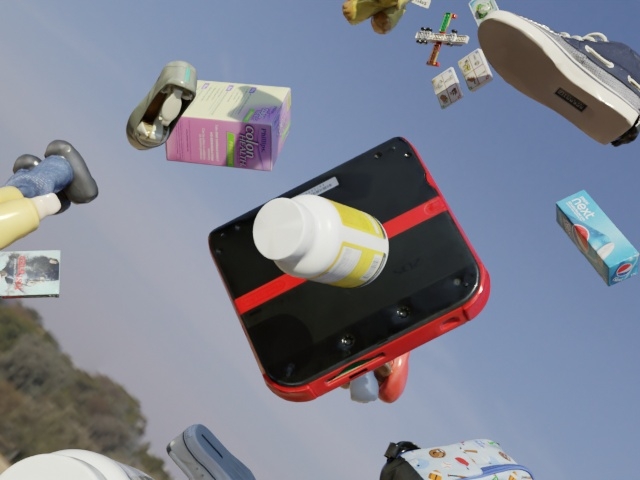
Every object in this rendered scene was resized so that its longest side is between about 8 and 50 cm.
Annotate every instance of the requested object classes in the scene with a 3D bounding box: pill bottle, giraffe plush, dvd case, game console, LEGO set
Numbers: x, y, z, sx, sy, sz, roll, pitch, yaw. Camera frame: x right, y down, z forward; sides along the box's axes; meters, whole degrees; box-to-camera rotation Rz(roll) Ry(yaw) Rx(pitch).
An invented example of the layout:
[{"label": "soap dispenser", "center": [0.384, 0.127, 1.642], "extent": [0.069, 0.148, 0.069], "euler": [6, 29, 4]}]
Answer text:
[{"label": "pill bottle", "center": [-0.341, 0.411, 1.351], "extent": [0.204, 0.204, 0.361], "euler": [41, -11, 15]}, {"label": "pill bottle", "center": [0.000, 0.000, 1.168], "extent": [0.103, 0.103, 0.184], "euler": [33, 9, 33]}, {"label": "giraffe plush", "center": [0.160, -0.549, 2.039], "extent": [0.170, 0.210, 0.181], "euler": [-169, -101, -81]}, {"label": "dvd case", "center": [-0.489, 0.056, 1.544], "extent": [0.013, 0.120, 0.087], "euler": [103, -17, -56]}, {"label": "game console", "center": [0.040, 0.042, 1.502], "extent": [0.342, 0.387, 0.060], "euler": [64, 1, 31]}, {"label": "LEGO set", "center": [0.285, -0.387, 1.838], "extent": [0.060, 0.182, 0.244], "euler": [25, 41, -49]}]

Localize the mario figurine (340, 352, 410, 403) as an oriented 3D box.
[{"label": "mario figurine", "center": [0.031, 0.199, 1.757], "extent": [0.170, 0.198, 0.320], "euler": [-25, -65, 42]}]

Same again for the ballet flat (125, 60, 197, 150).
[{"label": "ballet flat", "center": [-0.256, -0.195, 1.486], "extent": [0.072, 0.068, 0.213], "euler": [14, -41, -26]}]

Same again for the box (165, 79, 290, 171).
[{"label": "box", "center": [-0.206, -0.264, 2.133], "extent": [0.243, 0.213, 0.117], "euler": [6, -59, 7]}]

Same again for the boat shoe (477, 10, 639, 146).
[{"label": "boat shoe", "center": [0.447, -0.323, 1.689], "extent": [0.341, 0.158, 0.127], "euler": [38, -31, -5]}]

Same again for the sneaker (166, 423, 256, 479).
[{"label": "sneaker", "center": [-0.206, 0.476, 1.877], "extent": [0.258, 0.091, 0.094], "euler": [55, 23, -13]}]

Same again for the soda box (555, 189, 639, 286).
[{"label": "soda box", "center": [0.572, -0.007, 1.951], "extent": [0.067, 0.071, 0.210], "euler": [72, -7, -46]}]

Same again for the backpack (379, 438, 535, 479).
[{"label": "backpack", "center": [0.235, 0.454, 1.549], "extent": [0.213, 0.263, 0.276], "euler": [35, -51, 46]}]

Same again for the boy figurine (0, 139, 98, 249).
[{"label": "boy figurine", "center": [-0.339, -0.005, 0.955], "extent": [0.177, 0.285, 0.092], "euler": [-18, -66, 29]}]
